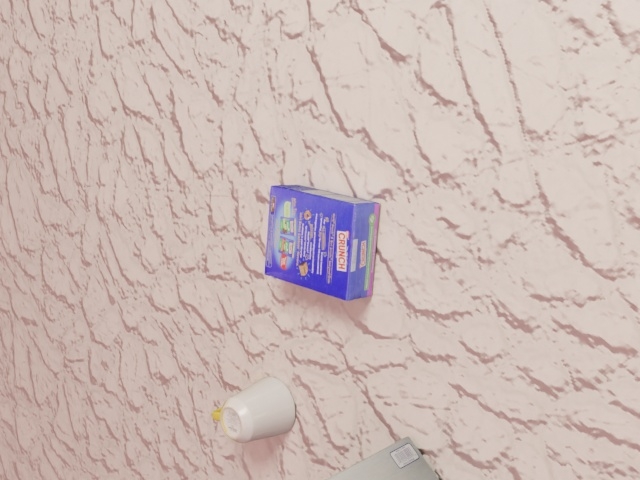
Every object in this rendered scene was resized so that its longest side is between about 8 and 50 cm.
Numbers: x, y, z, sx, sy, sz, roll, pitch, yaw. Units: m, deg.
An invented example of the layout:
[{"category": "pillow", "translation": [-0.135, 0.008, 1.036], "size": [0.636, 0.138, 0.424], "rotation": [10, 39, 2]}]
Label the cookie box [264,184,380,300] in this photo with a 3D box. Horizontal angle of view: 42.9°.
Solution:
[{"category": "cookie box", "translation": [0.000, 0.000, 0.769], "size": [0.107, 0.040, 0.092], "rotation": [16, 107, 39]}]

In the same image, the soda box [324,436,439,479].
[{"category": "soda box", "translation": [-0.012, 0.260, 0.657], "size": [0.091, 0.286, 0.098], "rotation": [54, 129, 21]}]

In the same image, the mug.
[{"category": "mug", "translation": [-0.074, 0.184, 0.849], "size": [0.078, 0.064, 0.062], "rotation": [-49, 66, 36]}]
